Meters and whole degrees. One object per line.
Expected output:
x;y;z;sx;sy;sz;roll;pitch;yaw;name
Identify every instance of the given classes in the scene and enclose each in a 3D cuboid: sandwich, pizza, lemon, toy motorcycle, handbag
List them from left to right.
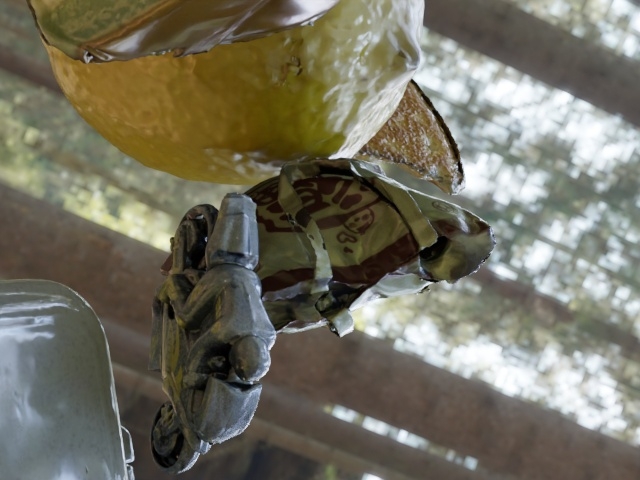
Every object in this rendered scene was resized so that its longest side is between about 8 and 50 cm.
-0.076;-0.235;1.015;0.155;0.227;0.198;66;-29;9;sandwich
-0.072;0.063;1.021;0.124;0.061;0.193;-6;-106;54;toy motorcycle
-0.076;-0.200;1.325;0.336;0.336;0.336;-59;-164;29;lemon
0.000;0.000;1.193;0.235;0.213;0.127;24;-47;66;handbag
0.051;-0.108;1.558;0.185;0.195;0.052;60;-43;27;pizza

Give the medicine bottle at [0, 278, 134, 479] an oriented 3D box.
-0.224;0.216;0.953;0.123;0.282;0.375;-11;-93;36;medicine bottle
